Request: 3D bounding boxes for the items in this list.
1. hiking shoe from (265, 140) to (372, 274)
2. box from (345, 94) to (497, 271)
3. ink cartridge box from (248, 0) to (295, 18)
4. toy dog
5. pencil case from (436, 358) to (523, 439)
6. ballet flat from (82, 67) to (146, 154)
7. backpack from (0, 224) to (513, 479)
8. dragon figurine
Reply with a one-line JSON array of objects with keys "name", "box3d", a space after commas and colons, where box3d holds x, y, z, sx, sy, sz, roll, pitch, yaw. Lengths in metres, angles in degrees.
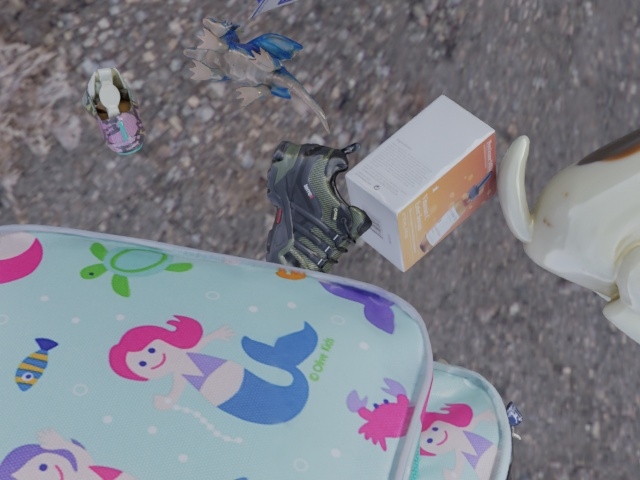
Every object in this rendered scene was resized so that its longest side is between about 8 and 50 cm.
[{"name": "hiking shoe", "box3d": [0.000, 0.000, 1.401, 0.114, 0.086, 0.227, -1, 93, 11]}, {"name": "box", "box3d": [0.127, -0.070, 1.536, 0.091, 0.170, 0.130, 40, 160, 30]}, {"name": "ink cartridge box", "box3d": [0.008, -0.404, 1.681, 0.065, 0.332, 0.165, 46, 123, 5]}, {"name": "toy dog", "box3d": [0.463, -0.091, 1.559, 0.395, 0.284, 0.408, 36, 101, 5]}, {"name": "pencil case", "box3d": [0.131, 0.388, 1.879, 0.183, 0.160, 0.410, 41, 75, -4]}, {"name": "ballet flat", "box3d": [-0.302, -0.202, 1.800, 0.077, 0.221, 0.079, -18, 124, -10]}, {"name": "backpack", "box3d": [-0.082, 0.112, 0.374, 0.253, 0.225, 0.191, 10, 138, 14]}, {"name": "dragon figurine", "box3d": [-0.080, -0.238, 1.704, 0.289, 0.144, 0.085, 22, 111, 22]}]
